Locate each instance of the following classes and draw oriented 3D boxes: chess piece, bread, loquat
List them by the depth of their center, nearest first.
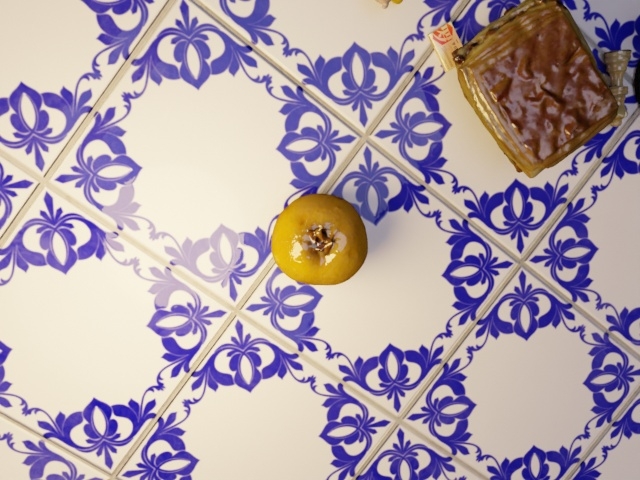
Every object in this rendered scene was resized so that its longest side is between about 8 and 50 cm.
[{"bbox_3d":[0.000,0.000,1.129,0.207,0.208,0.208,-1,100,-8],"label":"loquat"},{"bbox_3d":[0.449,-0.328,1.152,0.277,0.167,0.325,-36,93,0],"label":"bread"},{"bbox_3d":[0.692,-0.354,1.237,0.060,0.060,0.172,-7,103,-7],"label":"chess piece"}]

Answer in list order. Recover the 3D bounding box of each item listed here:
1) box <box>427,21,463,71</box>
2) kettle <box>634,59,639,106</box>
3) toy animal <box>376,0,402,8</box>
[{"bbox_3d":[0.287,-0.435,1.188,0.058,0.015,0.093,-30,103,0],"label":"box"},{"bbox_3d":[0.865,-0.391,1.126,0.203,0.308,0.262,-13,102,-6],"label":"kettle"},{"bbox_3d":[0.135,-0.545,1.125,0.114,0.082,0.091,-53,146,-13],"label":"toy animal"}]
